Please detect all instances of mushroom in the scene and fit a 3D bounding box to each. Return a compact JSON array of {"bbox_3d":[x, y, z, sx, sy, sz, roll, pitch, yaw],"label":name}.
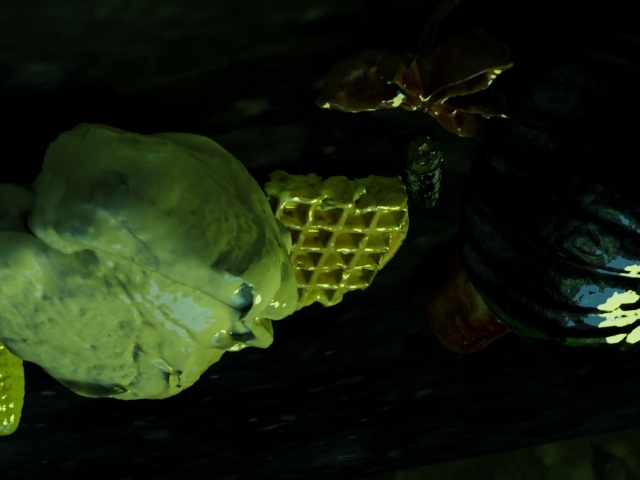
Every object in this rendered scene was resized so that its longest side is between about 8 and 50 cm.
[{"bbox_3d":[0.269,0.054,2.405,0.217,0.148,0.227,-23,177,-26],"label":"mushroom"}]

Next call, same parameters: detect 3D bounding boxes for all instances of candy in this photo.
[{"bbox_3d":[-0.420,0.149,2.130,0.106,0.199,0.094,-9,167,-34],"label":"candy"}]

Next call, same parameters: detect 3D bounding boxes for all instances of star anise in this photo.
[{"bbox_3d":[0.100,-0.159,1.694,0.212,0.111,0.196,-9,157,17],"label":"star anise"}]

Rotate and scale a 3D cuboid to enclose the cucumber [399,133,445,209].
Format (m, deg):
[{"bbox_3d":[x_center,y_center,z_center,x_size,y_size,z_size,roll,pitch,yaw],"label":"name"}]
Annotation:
[{"bbox_3d":[0.124,-0.078,2.031,0.053,0.053,0.181,-12,163,2],"label":"cucumber"}]

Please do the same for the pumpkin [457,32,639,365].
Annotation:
[{"bbox_3d":[0.322,-0.044,1.814,0.363,0.266,0.363,-26,136,-29],"label":"pumpkin"}]

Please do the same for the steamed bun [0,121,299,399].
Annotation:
[{"bbox_3d":[-0.203,0.006,1.804,0.372,0.230,0.325,-17,130,32],"label":"steamed bun"}]

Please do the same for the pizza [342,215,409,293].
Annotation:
[{"bbox_3d":[0.000,0.000,2.161,0.199,0.062,0.188,13,137,-38],"label":"pizza"}]

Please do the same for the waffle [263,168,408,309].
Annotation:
[{"bbox_3d":[-0.031,0.005,2.056,0.219,0.057,0.229,3,141,-20],"label":"waffle"}]
